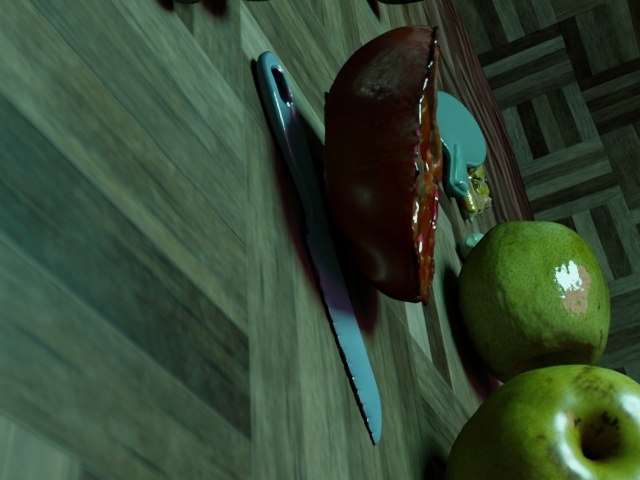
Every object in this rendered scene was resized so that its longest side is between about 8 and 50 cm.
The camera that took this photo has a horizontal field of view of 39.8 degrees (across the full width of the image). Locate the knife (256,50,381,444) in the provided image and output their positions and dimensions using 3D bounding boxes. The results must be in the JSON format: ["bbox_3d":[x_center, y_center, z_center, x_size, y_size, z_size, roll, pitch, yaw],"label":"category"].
[{"bbox_3d":[0.000,0.000,0.671,0.044,0.019,0.313,-5,76,-65],"label":"knife"}]

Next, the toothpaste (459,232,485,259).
[{"bbox_3d":[0.266,0.040,1.423,0.069,0.047,0.268,63,9,24],"label":"toothpaste"}]

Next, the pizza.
[{"bbox_3d":[0.276,-0.095,1.593,0.195,0.052,0.185,39,37,-57],"label":"pizza"}]

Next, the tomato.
[{"bbox_3d":[0.048,-0.060,0.729,0.228,0.101,0.228,1,90,-81],"label":"tomato"}]

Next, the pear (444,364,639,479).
[{"bbox_3d":[0.204,0.214,0.752,0.209,0.208,0.209,57,21,-36],"label":"pear"}]

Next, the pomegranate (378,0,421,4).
[{"bbox_3d":[0.112,-0.421,1.351,0.143,0.122,0.169,46,48,17],"label":"pomegranate"}]

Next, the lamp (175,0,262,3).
[{"bbox_3d":[-0.062,-0.199,0.612,0.091,0.090,0.163,63,34,-21],"label":"lamp"}]

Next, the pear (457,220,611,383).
[{"bbox_3d":[0.272,0.073,1.140,0.228,0.188,0.211,47,30,-47],"label":"pear"}]

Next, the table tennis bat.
[{"bbox_3d":[0.229,-0.161,1.499,0.149,0.038,0.237,33,40,-27],"label":"table tennis bat"}]
